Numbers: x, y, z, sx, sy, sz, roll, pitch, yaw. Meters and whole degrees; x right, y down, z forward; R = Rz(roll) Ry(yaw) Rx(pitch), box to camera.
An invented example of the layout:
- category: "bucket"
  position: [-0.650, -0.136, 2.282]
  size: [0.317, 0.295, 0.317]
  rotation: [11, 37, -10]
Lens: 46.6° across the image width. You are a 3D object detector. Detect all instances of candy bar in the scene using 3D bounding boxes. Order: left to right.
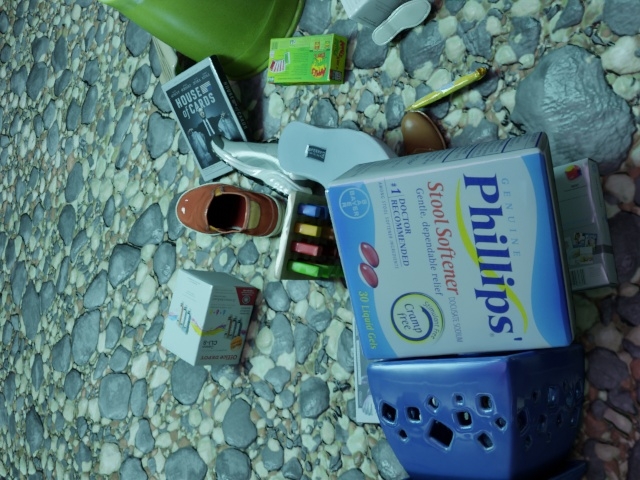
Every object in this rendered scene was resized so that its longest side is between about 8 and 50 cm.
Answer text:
- category: "candy bar"
  position: [0.216, -0.257, 1.271]
  size: [0.161, 0.040, 0.018]
  rotation: [-23, 97, 39]

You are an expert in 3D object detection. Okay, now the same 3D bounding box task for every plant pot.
- category: "plant pot"
  position: [-0.278, -0.559, 1.558]
  size: [0.366, 0.353, 0.366]
  rotation: [-7, 80, 42]
- category: "plant pot"
  position: [0.233, 0.262, 1.056]
  size: [0.236, 0.236, 0.212]
  rotation: [-11, 83, 41]

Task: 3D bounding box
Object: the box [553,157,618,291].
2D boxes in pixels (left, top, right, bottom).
- category: "box"
  position: [0.352, -0.013, 1.107]
  size: [0.145, 0.038, 0.186]
  rotation: [-16, 74, 40]

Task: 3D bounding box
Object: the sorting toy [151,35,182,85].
- category: "sorting toy"
  position: [-0.356, -0.408, 1.769]
  size: [0.208, 0.038, 0.193]
  rotation: [94, 152, -56]

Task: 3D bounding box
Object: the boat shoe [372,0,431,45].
- category: "boat shoe"
  position: [0.149, -0.401, 1.350]
  size: [0.125, 0.038, 0.046]
  rotation: [-33, 106, 36]

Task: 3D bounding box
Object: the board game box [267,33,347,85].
- category: "board game box"
  position: [-0.030, -0.364, 1.505]
  size: [0.181, 0.043, 0.092]
  rotation: [10, 97, 44]

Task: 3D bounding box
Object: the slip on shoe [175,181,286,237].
- category: "slip on shoe"
  position: [-0.217, -0.066, 1.608]
  size: [0.331, 0.101, 0.123]
  rotation: [9, 93, 45]

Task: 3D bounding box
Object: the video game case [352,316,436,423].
- category: "video game case"
  position: [0.129, 0.223, 1.295]
  size: [0.173, 0.022, 0.190]
  rotation: [-10, 77, 42]

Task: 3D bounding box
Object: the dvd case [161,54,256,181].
- category: "dvd case"
  position: [-0.241, -0.264, 1.634]
  size: [0.179, 0.029, 0.238]
  rotation: [-17, 102, 41]

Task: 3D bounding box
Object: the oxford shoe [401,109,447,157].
- category: "oxford shoe"
  position: [0.172, -0.136, 1.269]
  size: [0.076, 0.076, 0.212]
  rotation: [-31, 61, 39]

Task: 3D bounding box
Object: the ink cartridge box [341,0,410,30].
- category: "ink cartridge box"
  position: [0.128, -0.520, 1.349]
  size: [0.219, 0.092, 0.160]
  rotation: [-39, 60, 33]

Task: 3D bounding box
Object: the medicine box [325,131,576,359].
- category: "medicine box"
  position: [0.187, 0.010, 1.032]
  size: [0.289, 0.149, 0.263]
  rotation: [-8, 103, 22]

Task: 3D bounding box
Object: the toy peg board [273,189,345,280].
- category: "toy peg board"
  position: [0.000, 0.000, 1.366]
  size: [0.079, 0.161, 0.160]
  rotation: [12, 92, 26]

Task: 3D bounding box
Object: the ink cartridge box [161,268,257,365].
- category: "ink cartridge box"
  position: [-0.236, 0.163, 1.574]
  size: [0.127, 0.128, 0.176]
  rotation: [21, 100, 43]

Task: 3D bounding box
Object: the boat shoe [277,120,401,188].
- category: "boat shoe"
  position: [0.072, -0.121, 1.299]
  size: [0.367, 0.156, 0.136]
  rotation: [27, 107, 55]

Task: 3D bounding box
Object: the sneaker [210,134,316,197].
- category: "sneaker"
  position: [-0.110, -0.165, 1.522]
  size: [0.271, 0.100, 0.108]
  rotation: [27, 90, 28]
